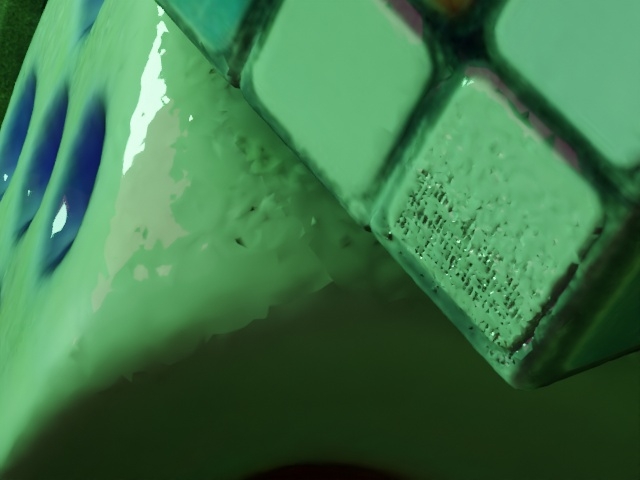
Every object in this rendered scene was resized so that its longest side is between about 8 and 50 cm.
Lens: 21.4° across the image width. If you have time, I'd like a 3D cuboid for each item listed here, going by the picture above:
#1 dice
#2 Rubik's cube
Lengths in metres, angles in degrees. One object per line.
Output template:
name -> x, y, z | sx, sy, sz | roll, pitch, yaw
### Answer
dice -> 0.000, 0.000, 0.756 | 0.304, 0.276, 0.304 | 124, 154, -46
Rubik's cube -> 0.107, -0.151, 0.478 | 0.253, 0.259, 0.256 | 49, 131, 25
